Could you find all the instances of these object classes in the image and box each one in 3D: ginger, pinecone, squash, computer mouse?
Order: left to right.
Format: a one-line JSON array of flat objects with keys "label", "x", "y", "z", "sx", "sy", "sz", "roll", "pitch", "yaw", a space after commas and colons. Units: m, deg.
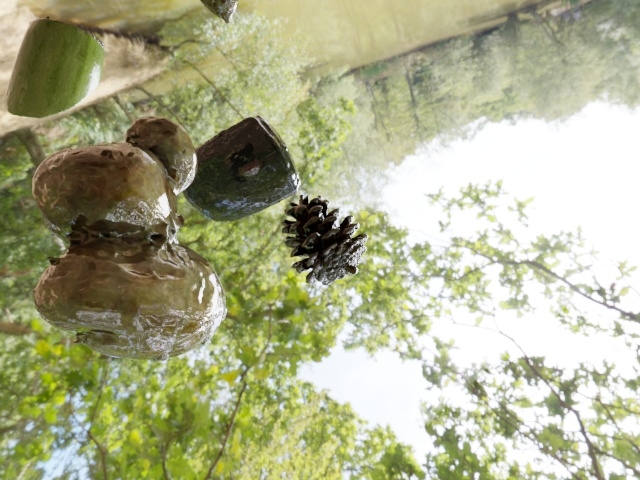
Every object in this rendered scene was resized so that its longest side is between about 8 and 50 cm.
[{"label": "squash", "x": -0.657, "y": -0.392, "z": 1.072, "sx": 0.189, "sy": 0.261, "sz": 0.189, "roll": 6, "pitch": 171, "yaw": 1}, {"label": "ginger", "x": -0.220, "y": -0.010, "z": 0.515, "sx": 0.155, "sy": 0.305, "sz": 0.244, "roll": -9, "pitch": 176, "yaw": 30}, {"label": "computer mouse", "x": -0.180, "y": -0.122, "z": 0.852, "sx": 0.269, "sy": 0.170, "sz": 0.100, "roll": -21, "pitch": -155, "yaw": 27}, {"label": "pinecone", "x": 0.000, "y": 0.000, "z": 1.295, "sx": 0.243, "sy": 0.309, "sz": 0.244, "roll": -27, "pitch": 155, "yaw": -14}]

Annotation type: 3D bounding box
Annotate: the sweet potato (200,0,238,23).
[{"label": "sweet potato", "x": -0.353, "y": -0.821, "z": 1.213, "sx": 0.130, "sy": 0.423, "sz": 0.130, "roll": -31, "pitch": -174, "yaw": 3}]
